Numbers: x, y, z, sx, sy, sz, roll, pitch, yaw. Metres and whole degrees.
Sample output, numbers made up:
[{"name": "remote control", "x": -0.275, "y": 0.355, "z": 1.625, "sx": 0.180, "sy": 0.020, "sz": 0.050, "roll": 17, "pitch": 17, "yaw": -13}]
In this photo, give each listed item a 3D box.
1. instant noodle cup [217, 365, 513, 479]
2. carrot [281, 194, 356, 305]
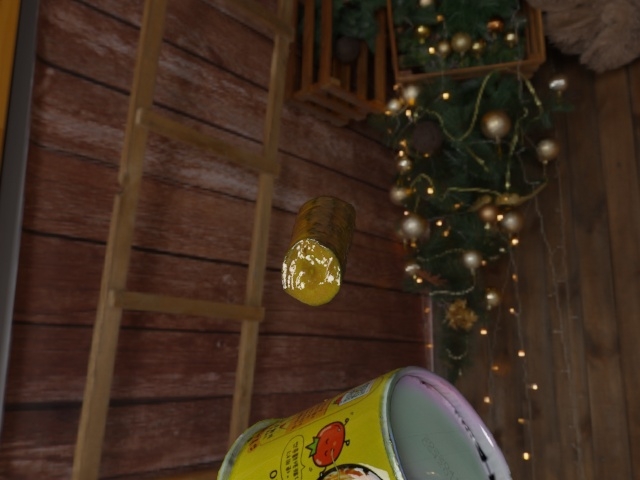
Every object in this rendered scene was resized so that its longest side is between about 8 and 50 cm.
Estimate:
[{"name": "instant noodle cup", "x": 0.071, "y": 0.323, "z": 0.747, "sx": 0.254, "sy": 0.326, "sz": 0.325, "roll": -38, "pitch": 149, "yaw": 28}, {"name": "carrot", "x": 0.000, "y": 0.000, "z": 1.045, "sx": 0.114, "sy": 0.114, "sz": 0.302, "roll": -1, "pitch": -159, "yaw": 7}]
